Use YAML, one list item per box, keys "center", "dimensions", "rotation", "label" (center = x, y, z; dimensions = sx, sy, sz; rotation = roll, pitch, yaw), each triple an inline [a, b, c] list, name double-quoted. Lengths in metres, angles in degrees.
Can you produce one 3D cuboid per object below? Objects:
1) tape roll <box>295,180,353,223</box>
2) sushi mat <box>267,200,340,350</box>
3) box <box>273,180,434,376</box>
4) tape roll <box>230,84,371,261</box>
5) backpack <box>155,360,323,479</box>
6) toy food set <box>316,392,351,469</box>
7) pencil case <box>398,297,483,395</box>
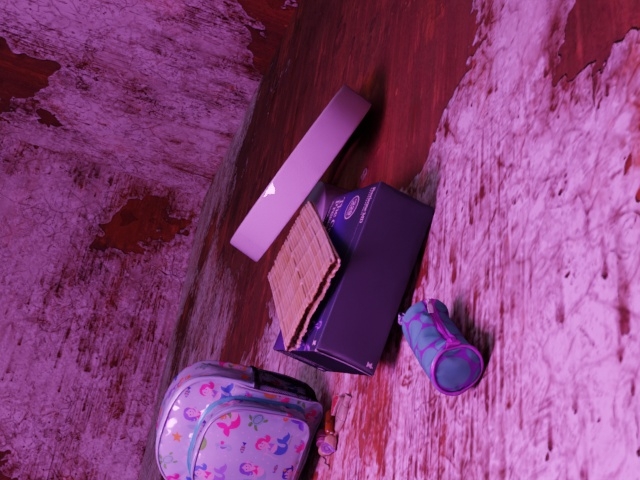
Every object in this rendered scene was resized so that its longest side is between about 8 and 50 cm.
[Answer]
- center: [0.000, 0.000, 1.765]
  dimensions: [0.219, 0.072, 0.219]
  rotation: [-162, 90, -76]
  label: "tape roll"
- center: [-0.029, 0.043, 1.402]
  dimensions: [0.151, 0.019, 0.316]
  rotation: [-63, 14, 12]
  label: "sushi mat"
- center: [0.046, 0.060, 1.363]
  dimensions: [0.184, 0.103, 0.261]
  rotation: [-11, 55, 65]
  label: "box"
- center: [-0.039, -0.131, 1.810]
  dimensions: [0.392, 0.072, 0.392]
  rotation: [-54, 4, 5]
  label: "tape roll"
- center: [-0.142, 0.320, 1.506]
  dimensions: [0.191, 0.254, 0.225]
  rotation: [-113, 43, -79]
  label: "backpack"
- center: [0.014, 0.295, 1.455]
  dimensions: [0.078, 0.019, 0.122]
  rotation: [177, 110, -75]
  label: "toy food set"
- center: [0.140, 0.121, 1.082]
  dimensions: [0.151, 0.065, 0.070]
  rotation: [-117, 21, -70]
  label: "pencil case"
